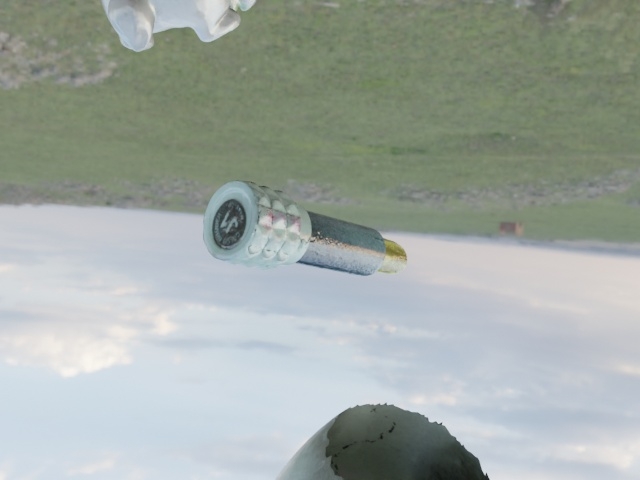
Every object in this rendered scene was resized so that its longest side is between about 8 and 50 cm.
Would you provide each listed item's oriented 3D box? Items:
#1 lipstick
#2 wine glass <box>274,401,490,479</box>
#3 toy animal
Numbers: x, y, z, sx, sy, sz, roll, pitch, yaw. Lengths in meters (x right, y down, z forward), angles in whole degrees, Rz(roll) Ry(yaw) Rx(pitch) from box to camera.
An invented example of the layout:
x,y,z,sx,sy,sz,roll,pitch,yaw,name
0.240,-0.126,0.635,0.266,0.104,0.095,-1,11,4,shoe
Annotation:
x,y,z,sx,sy,sz,roll,pitch,yaw,name
0.000,0.000,0.381,0.037,0.037,0.116,6,176,42,lipstick
0.026,0.334,0.814,0.238,0.323,0.238,18,-157,-8,wine glass
-0.109,-0.335,0.880,0.208,0.325,0.154,40,169,46,toy animal
